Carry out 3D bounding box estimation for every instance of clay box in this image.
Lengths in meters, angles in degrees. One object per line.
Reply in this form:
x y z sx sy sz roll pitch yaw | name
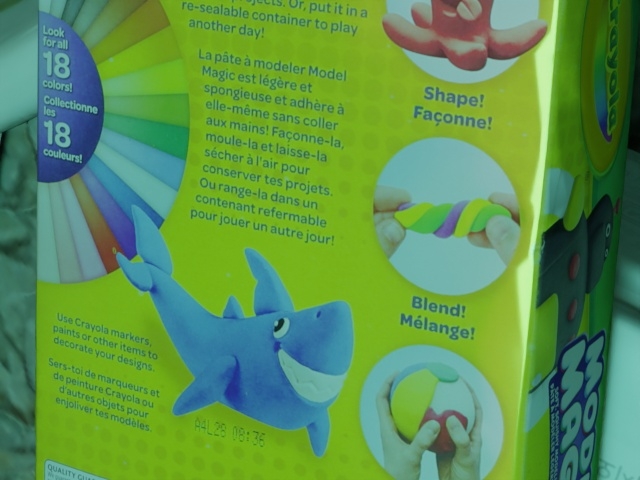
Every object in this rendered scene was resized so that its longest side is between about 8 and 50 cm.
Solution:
0.000 0.000 0.409 0.127 0.053 0.222 12 107 28 | clay box

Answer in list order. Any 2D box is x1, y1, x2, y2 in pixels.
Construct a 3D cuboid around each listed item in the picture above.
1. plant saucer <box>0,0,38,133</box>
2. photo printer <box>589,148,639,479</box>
-0.139 -0.223 0.510 0.400 0.100 0.401 6 104 25 | plant saucer
0.043 0.123 0.519 0.256 0.107 0.308 26 118 25 | photo printer
